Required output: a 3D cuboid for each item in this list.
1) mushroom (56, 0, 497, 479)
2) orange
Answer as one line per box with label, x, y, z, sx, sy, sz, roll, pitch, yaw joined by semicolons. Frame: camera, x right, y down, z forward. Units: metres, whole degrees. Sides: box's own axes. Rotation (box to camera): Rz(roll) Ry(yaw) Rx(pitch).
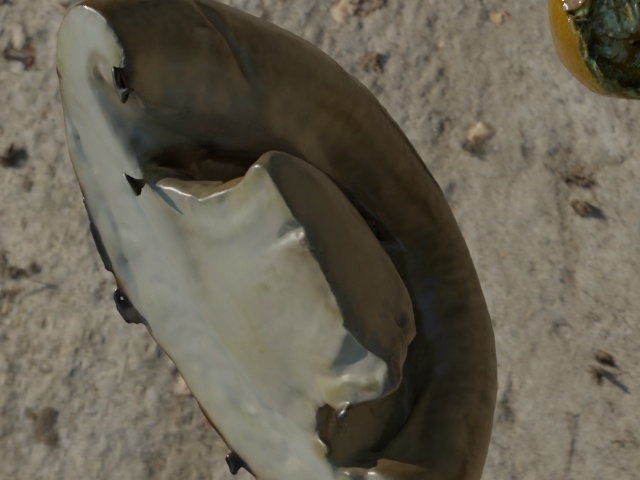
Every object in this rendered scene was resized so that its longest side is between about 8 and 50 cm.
mushroom;0.000;0.000;0.504;0.156;0.151;0.286;-21;101;53
orange;0.266;-0.185;0.884;0.154;0.155;0.134;-12;50;30
